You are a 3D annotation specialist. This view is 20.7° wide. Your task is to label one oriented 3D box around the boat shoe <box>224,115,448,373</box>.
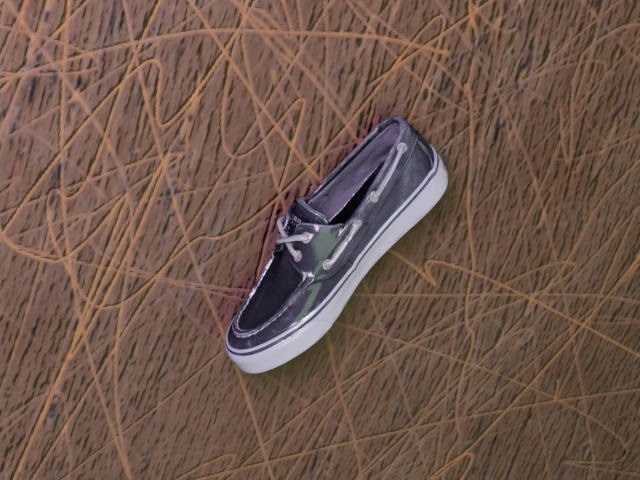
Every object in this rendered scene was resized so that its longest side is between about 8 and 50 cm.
[{"bbox_3d":[0.000,0.000,1.778,0.301,0.108,0.102,-45,129,-3],"label":"boat shoe"}]
